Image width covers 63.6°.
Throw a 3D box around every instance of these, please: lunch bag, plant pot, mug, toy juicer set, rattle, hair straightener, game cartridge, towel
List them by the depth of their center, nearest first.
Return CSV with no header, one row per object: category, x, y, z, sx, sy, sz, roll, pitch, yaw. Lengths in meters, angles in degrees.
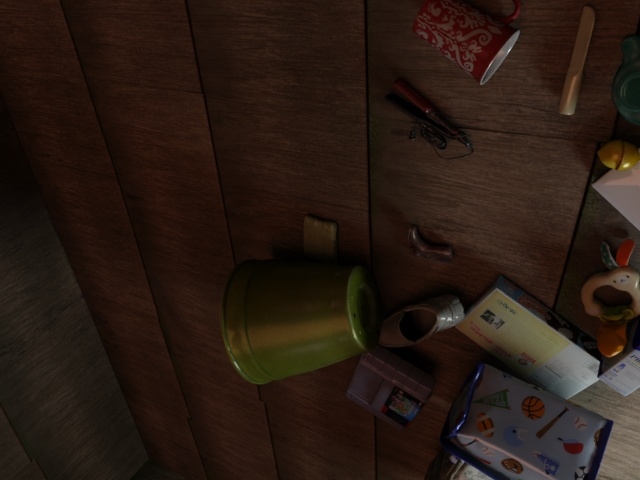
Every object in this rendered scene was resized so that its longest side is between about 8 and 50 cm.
toy juicer set,0.549,-0.235,0.900,0.329,0.090,0.209,52,146,28
mug,0.279,-0.401,0.974,0.169,0.150,0.113,38,170,12
rattle,0.604,0.114,1.073,0.130,0.143,0.199,32,142,37
hair straightener,0.235,-0.253,1.136,0.230,0.047,0.089,37,134,1
lunch bag,0.494,0.503,1.329,0.328,0.238,0.385,25,164,16
plant pot,-0.030,0.206,1.451,0.353,0.366,0.366,-11,114,26
towel,0.000,0.000,1.477,0.110,0.027,0.148,17,130,25
lunch bag,0.487,0.739,1.548,0.305,0.212,0.256,35,117,8
game cartridge,0.205,0.462,1.594,0.230,0.068,0.355,33,145,17

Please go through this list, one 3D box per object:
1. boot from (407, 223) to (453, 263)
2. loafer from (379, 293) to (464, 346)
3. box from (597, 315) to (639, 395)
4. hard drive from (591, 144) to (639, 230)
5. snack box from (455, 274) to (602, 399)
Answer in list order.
boot,0.278,0.010,1.287,0.114,0.037,0.106,14,140,30
loafer,0.241,0.224,1.385,0.319,0.112,0.112,-41,67,50
box,0.679,0.243,1.115,0.072,0.126,0.137,35,133,11
hard drive,0.687,-0.059,0.931,0.307,0.040,0.203,47,135,8
snack box,0.518,0.247,1.272,0.322,0.060,0.187,37,135,7
